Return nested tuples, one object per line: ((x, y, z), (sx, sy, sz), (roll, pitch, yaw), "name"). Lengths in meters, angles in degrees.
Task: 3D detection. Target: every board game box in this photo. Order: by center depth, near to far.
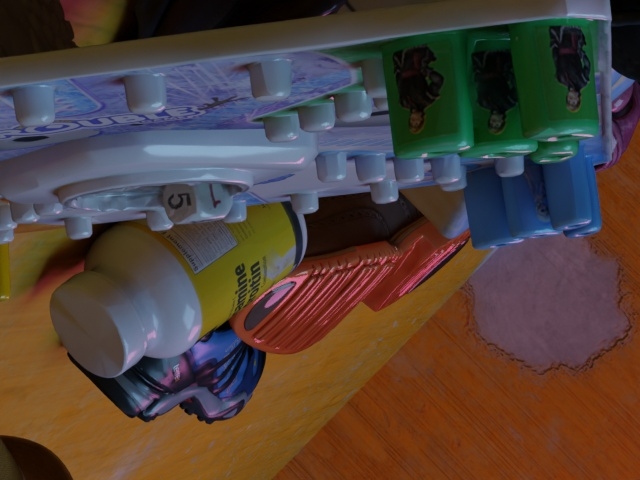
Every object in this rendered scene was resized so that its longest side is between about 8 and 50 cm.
((-0.070, -0.021, 0.819), (0.390, 0.050, 0.390), (-6, 174, 8), "board game box")

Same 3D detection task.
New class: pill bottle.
((-0.102, 0.020, 1.372), (0.184, 0.103, 0.103), (-37, 167, -38), "pill bottle")

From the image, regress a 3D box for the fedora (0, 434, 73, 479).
((-0.267, 0.176, 1.305), (0.194, 0.194, 0.079), (-38, 134, -33), "fedora")

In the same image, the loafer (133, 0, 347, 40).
((-0.062, -0.088, 1.110), (0.109, 0.095, 0.302), (-39, 168, -29), "loafer")

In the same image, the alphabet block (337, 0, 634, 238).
((0.095, -0.155, 1.179), (0.193, 0.197, 0.192), (-39, 170, -25), "alphabet block")

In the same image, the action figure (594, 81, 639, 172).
((0.266, -0.150, 1.743), (0.370, 0.275, 0.248), (-55, -177, -31), "action figure")

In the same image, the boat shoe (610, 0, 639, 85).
((0.172, -0.148, 0.754), (0.187, 0.156, 0.500), (-8, 150, 24), "boat shoe")

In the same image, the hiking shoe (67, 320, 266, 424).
((-0.091, 0.078, 1.620), (0.132, 0.113, 0.304), (-46, 170, 12), "hiking shoe")

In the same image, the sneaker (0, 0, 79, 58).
((-0.167, -0.083, 0.808), (0.095, 0.090, 0.235), (-28, 173, 11), "sneaker")

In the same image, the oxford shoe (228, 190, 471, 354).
((0.000, 0.000, 1.629), (0.130, 0.133, 0.363), (-44, 168, 23), "oxford shoe")
